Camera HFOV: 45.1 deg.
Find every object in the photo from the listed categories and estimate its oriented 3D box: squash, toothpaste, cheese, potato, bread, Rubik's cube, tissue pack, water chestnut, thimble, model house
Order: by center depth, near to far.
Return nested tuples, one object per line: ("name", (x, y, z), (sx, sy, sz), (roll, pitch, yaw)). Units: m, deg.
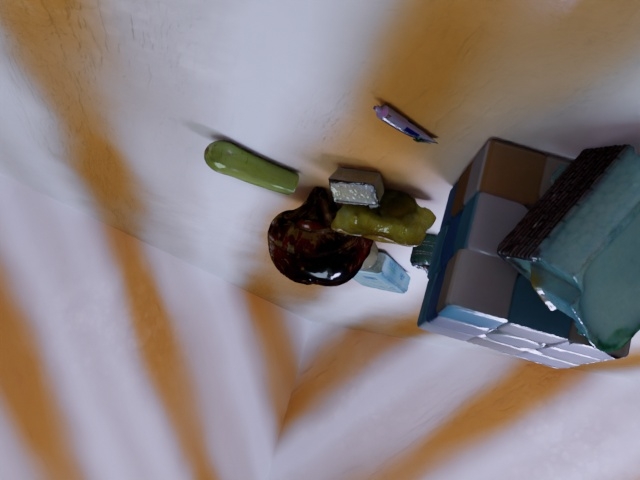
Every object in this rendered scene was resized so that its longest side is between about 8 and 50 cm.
("model house", (0.448, -0.003, 1.308), (0.230, 0.280, 0.249), (47, 175, -34))
("toothpaste", (0.158, -0.219, 1.464), (0.170, 0.028, 0.045), (23, 172, -42))
("Rubik's cube", (0.420, 0.045, 1.551), (0.347, 0.344, 0.346), (18, 166, 0))
("potato", (0.088, -0.125, 1.814), (0.122, 0.061, 0.086), (8, 140, 24))
("bread", (0.156, -0.063, 1.866), (0.233, 0.160, 0.088), (16, 139, 18))
("squash", (-0.174, -0.178, 1.907), (0.250, 0.083, 0.083), (21, 166, -28))
("water chestnut", (0.000, 0.000, 2.090), (0.289, 0.244, 0.289), (8, 168, 2))
("thimble", (0.318, 0.041, 2.193), (0.119, 0.090, 0.135), (24, 167, -21))
("cheese", (0.094, 0.025, 2.389), (0.175, 0.091, 0.202), (16, 165, 1))
("tissue pack", (0.181, 0.100, 2.603), (0.177, 0.089, 0.263), (10, 168, 28))
